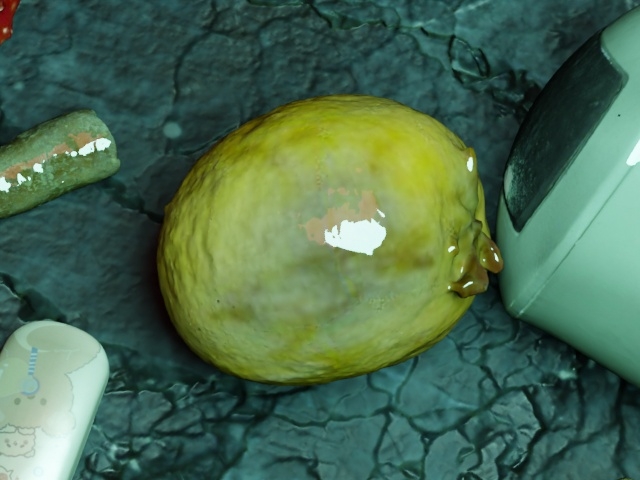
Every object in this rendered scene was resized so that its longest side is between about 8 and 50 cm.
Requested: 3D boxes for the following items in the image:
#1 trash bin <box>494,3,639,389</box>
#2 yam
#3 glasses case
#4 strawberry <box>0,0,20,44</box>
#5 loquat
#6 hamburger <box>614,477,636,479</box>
[{"bbox_3d":[0.328,0.020,1.279,0.432,0.280,0.280,35,71,4],"label":"trash bin"},{"bbox_3d":[-0.269,-0.031,1.351,0.253,0.061,0.061,-20,74,-11],"label":"yam"},{"bbox_3d":[-0.207,0.151,1.296,0.081,0.051,0.204,17,70,0],"label":"glasses case"},{"bbox_3d":[-0.305,-0.202,1.383,0.188,0.106,0.286,9,71,-1],"label":"strawberry"},{"bbox_3d":[0.000,0.000,1.274,0.238,0.238,0.193,-6,83,-7],"label":"loquat"},{"bbox_3d":[0.188,0.252,1.248,0.175,0.175,0.137,-35,91,-15],"label":"hamburger"}]
